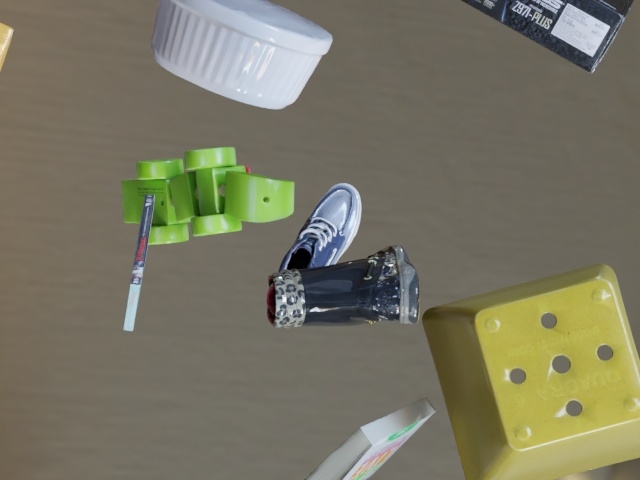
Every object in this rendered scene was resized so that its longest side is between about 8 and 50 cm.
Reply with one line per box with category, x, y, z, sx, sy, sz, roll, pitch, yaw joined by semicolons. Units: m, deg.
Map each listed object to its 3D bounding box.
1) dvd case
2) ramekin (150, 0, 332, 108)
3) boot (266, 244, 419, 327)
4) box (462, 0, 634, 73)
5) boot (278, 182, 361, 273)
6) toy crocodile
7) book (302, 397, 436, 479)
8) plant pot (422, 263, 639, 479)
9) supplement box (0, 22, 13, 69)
dvd case;-0.191;0.023;1.842;0.087;0.013;0.119;107;-11;-53
ramekin;-0.129;-0.294;2.607;0.127;0.273;0.273;-68;-154;14
boot;0.021;0.056;2.142;0.236;0.178;0.085;-129;-143;-80
box;0.258;-0.282;1.974;0.077;0.180;0.147;-62;175;27
boot;0.000;0.000;2.371;0.086;0.069;0.190;73;40;-74
toy crocodile;-0.161;-0.058;2.309;0.340;0.105;0.115;-6;-90;54
book;0.051;0.221;1.851;0.035;0.096;0.144;56;-39;16
plant pot;0.235;0.134;1.791;0.187;0.212;0.212;87;-11;-80
supplement box;-0.361;-0.161;1.719;0.080;0.078;0.233;-69;-166;-13
